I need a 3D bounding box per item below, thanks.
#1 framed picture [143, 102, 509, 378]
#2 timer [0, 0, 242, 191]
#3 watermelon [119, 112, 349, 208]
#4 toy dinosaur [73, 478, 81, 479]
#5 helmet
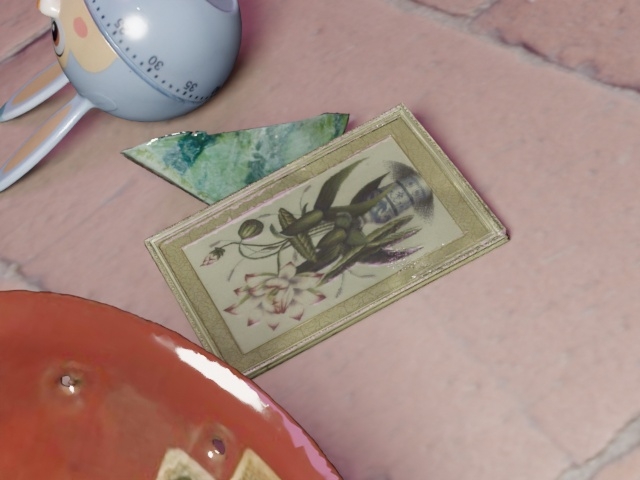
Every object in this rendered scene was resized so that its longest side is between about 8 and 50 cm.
[{"bbox_3d":[0.000,0.000,1.398,0.231,0.010,0.173,-29,47,-7],"label":"framed picture"},{"bbox_3d":[-0.191,-0.163,1.590,0.255,0.175,0.175,-16,38,11],"label":"timer"},{"bbox_3d":[-0.064,-0.064,1.485,0.180,0.081,0.094,-5,22,-2],"label":"watermelon"},{"bbox_3d":[-0.184,0.158,1.263,0.194,0.152,0.177,-4,2,10],"label":"toy dinosaur"},{"bbox_3d":[-0.179,0.223,1.033,0.385,0.230,0.337,-9,48,-33],"label":"helmet"}]
